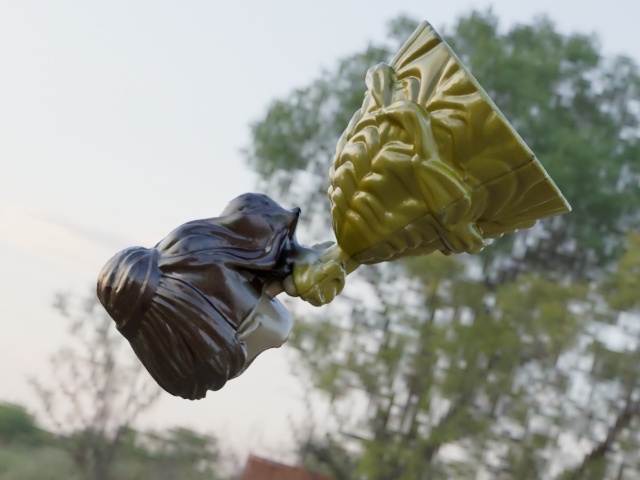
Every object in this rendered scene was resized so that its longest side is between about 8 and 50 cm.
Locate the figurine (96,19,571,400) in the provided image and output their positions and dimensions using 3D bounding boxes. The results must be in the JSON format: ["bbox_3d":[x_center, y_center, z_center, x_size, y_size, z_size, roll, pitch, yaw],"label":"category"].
[{"bbox_3d":[0.003,0.003,1.221,0.168,0.315,0.187,46,10,-44],"label":"figurine"}]
